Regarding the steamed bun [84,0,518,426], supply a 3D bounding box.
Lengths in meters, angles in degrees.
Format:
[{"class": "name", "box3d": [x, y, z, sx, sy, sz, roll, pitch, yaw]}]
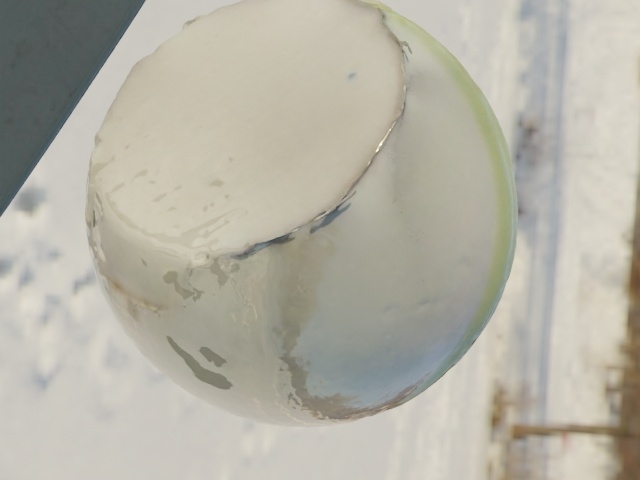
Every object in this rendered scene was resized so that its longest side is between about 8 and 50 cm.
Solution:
[{"class": "steamed bun", "box3d": [0.000, 0.000, 1.229, 0.309, 0.309, 0.309, 4, 90, -83]}]

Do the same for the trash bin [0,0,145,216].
[{"class": "trash bin", "box3d": [-0.189, -0.130, 0.692, 0.236, 0.101, 0.177, 45, 67, -38]}]
